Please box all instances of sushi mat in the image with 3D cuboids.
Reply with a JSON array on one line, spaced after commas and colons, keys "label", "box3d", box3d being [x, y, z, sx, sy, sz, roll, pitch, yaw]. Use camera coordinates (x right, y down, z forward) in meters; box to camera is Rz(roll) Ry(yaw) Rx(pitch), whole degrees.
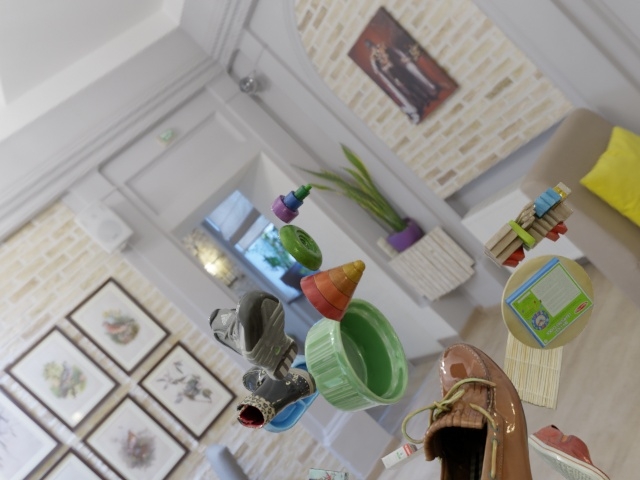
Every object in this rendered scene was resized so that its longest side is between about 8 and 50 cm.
[{"label": "sushi mat", "box3d": [0.514, 0.231, 1.304, 0.151, 0.019, 0.317, 0, 78, 53]}]

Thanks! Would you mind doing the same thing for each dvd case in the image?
[{"label": "dvd case", "box3d": [0.020, 0.673, 1.481, 0.119, 0.013, 0.087, -6, 69, 28]}]

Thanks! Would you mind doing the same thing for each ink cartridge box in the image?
[{"label": "ink cartridge box", "box3d": [0.211, 0.515, 1.317, 0.115, 0.029, 0.063, -36, -34, 10]}]

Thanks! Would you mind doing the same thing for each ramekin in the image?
[{"label": "ramekin", "box3d": [0.096, 0.327, 1.517, 0.148, 0.303, 0.303, -33, 10, 30]}]

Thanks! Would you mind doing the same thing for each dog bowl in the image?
[{"label": "dog bowl", "box3d": [-0.101, 0.541, 1.912, 0.297, 0.166, 0.074, -48, 4, -19]}]

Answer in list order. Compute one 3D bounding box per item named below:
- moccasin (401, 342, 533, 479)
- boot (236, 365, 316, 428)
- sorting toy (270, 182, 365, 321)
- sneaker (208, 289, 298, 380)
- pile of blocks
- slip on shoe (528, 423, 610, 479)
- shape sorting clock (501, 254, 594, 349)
[{"label": "moccasin", "box3d": [0.209, 0.291, 0.786, 0.139, 0.146, 0.380, -54, 13, 36]}, {"label": "boot", "box3d": [-0.149, 0.369, 1.310, 0.236, 0.085, 0.178, -6, 11, 41]}, {"label": "sorting toy", "box3d": [0.000, 0.000, 1.192, 0.126, 0.127, 0.366, -42, 48, 18]}, {"label": "sneaker", "box3d": [-0.117, 0.126, 0.787, 0.086, 0.132, 0.229, -56, -24, -26]}, {"label": "pile of blocks", "box3d": [0.600, -0.041, 1.480, 0.362, 0.113, 0.149, -36, -22, -20]}, {"label": "slip on shoe", "box3d": [0.633, 0.543, 1.374, 0.101, 0.123, 0.331, -39, -3, -3]}, {"label": "shape sorting clock", "box3d": [0.485, 0.132, 1.161, 0.206, 0.206, 0.040, -46, 5, 0]}]
